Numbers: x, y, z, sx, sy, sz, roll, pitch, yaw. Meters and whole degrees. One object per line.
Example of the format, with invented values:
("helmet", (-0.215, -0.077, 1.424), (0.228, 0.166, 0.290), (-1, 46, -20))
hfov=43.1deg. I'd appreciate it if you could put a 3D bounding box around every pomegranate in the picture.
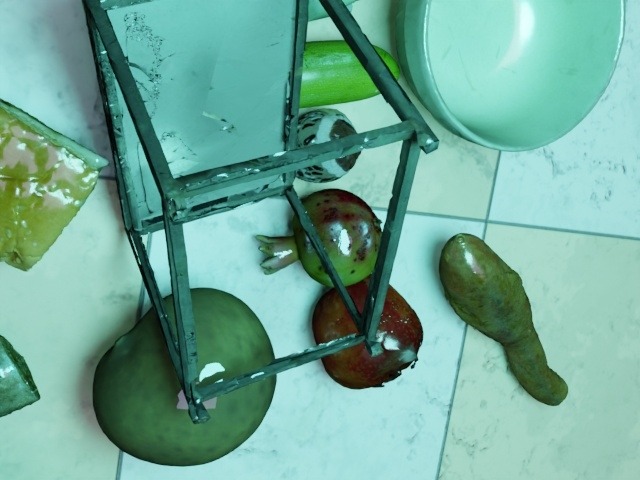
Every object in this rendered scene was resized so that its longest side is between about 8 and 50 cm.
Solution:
("pomegranate", (0.001, -0.007, 1.038), (0.159, 0.129, 0.129), (10, 99, 13))

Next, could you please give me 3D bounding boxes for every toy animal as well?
("toy animal", (-0.012, -0.113, 1.013), (0.137, 0.098, 0.098), (-17, 108, -14))

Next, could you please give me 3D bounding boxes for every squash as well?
("squash", (-0.035, -0.198, 0.988), (0.292, 0.082, 0.082), (-13, 107, -21))

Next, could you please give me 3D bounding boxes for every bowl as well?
("bowl", (0.225, -0.274, 1.049), (0.307, 0.163, 0.307), (-6, 105, -25))

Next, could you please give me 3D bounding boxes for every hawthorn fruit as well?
("hawthorn fruit", (0.055, 0.113, 1.081), (0.148, 0.148, 0.172), (-30, 85, -16))

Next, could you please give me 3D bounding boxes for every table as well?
("table", (-0.070, -0.046, 0.785), (0.222, 0.272, 0.335), (-17, 146, -17))

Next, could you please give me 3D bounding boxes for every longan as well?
("longan", (-0.154, 0.165, 0.953), (0.220, 0.196, 0.196), (-42, 115, -16))

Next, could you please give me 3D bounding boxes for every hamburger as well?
("hamburger", (-0.343, -0.078, 0.835), (0.207, 0.135, 0.155), (41, 77, -31))

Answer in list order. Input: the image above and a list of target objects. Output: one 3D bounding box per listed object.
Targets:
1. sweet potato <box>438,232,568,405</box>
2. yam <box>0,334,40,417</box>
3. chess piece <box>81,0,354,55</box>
("sweet potato", (0.267, 0.113, 1.193), (0.109, 0.109, 0.385), (-46, 128, -10))
("yam", (-0.409, 0.163, 0.885), (0.183, 0.107, 0.107), (-16, 108, -25))
("chess piece", (-0.098, -0.290, 0.894), (0.299, 0.194, 0.195), (-20, 109, -30))
